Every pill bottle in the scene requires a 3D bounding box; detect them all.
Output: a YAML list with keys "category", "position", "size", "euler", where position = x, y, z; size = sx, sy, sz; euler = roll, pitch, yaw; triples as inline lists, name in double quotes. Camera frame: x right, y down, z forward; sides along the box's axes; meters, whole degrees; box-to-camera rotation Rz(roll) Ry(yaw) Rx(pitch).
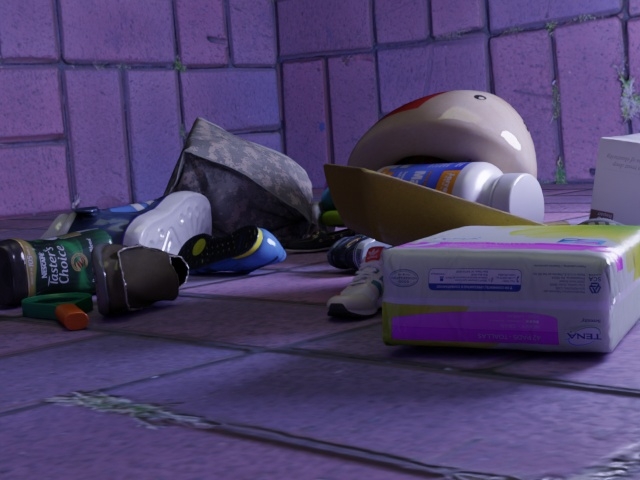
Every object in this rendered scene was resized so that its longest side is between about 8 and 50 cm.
- category: "pill bottle"
  position: [0.217, -0.051, 1.959]
  size: [0.272, 0.152, 0.152]
  euler: [0, 6, 40]

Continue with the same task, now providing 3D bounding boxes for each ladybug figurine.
- category: "ladybug figurine"
  position: [0.218, -0.140, 2.155]
  size: [0.305, 0.161, 0.449]
  euler: [31, -26, -17]

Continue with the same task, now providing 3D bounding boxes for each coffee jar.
- category: "coffee jar"
  position: [-0.385, 0.038, 1.710]
  size: [0.184, 0.096, 0.079]
  euler: [-9, 5, -42]

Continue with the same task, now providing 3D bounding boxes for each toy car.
- category: "toy car"
  position: [0.055, -0.078, 2.456]
  size: [0.159, 0.136, 0.182]
  euler: [-2, 5, 15]

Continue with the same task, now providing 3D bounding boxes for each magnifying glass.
- category: "magnifying glass"
  position: [-0.325, 0.089, 1.529]
  size: [0.092, 0.026, 0.231]
  euler: [-5, 3, -19]

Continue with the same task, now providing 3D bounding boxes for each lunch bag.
- category: "lunch bag"
  position: [-0.147, -0.093, 2.336]
  size: [0.287, 0.169, 0.235]
  euler: [22, 20, -9]

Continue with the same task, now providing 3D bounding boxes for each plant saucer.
- category: "plant saucer"
  position: [0.171, -0.012, 1.556]
  size: [0.333, 0.081, 0.333]
  euler: [17, 3, -9]

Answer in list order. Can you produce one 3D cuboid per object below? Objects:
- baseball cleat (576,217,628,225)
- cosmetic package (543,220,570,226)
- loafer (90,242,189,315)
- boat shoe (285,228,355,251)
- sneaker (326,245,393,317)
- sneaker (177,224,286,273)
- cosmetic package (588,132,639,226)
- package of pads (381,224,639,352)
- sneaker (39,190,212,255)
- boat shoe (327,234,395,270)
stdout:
- category: "baseball cleat"
  position: [0.385, 0.011, 1.624]
  size: [0.109, 0.072, 0.206]
  euler: [-15, 7, -35]
- category: "cosmetic package"
  position: [0.356, -0.009, 2.011]
  size: [0.115, 0.041, 0.060]
  euler: [-4, 5, 2]
- category: "loafer"
  position: [-0.232, 0.041, 1.575]
  size: [0.087, 0.094, 0.251]
  euler: [-7, 4, 8]
- category: "boat shoe"
  position: [0.000, 0.000, 2.180]
  size: [0.133, 0.042, 0.049]
  euler: [-6, 8, -11]
- category: "sneaker"
  position: [0.054, 0.046, 1.421]
  size: [0.057, 0.075, 0.161]
  euler: [0, 6, 32]
- category: "sneaker"
  position: [-0.144, 0.028, 1.921]
  size: [0.209, 0.069, 0.082]
  euler: [-10, -34, 42]
- category: "cosmetic package"
  position: [0.600, -0.084, 1.898]
  size: [0.217, 0.156, 0.385]
  euler: [13, 13, 33]
- category: "package of pads"
  position: [0.203, 0.044, 1.221]
  size: [0.229, 0.101, 0.296]
  euler: [0, 5, 24]
- category: "sneaker"
  position: [-0.349, -0.017, 2.094]
  size: [0.236, 0.130, 0.323]
  euler: [3, 12, 19]
- category: "boat shoe"
  position: [0.097, 0.009, 1.863]
  size: [0.183, 0.065, 0.083]
  euler: [-10, 9, -43]
